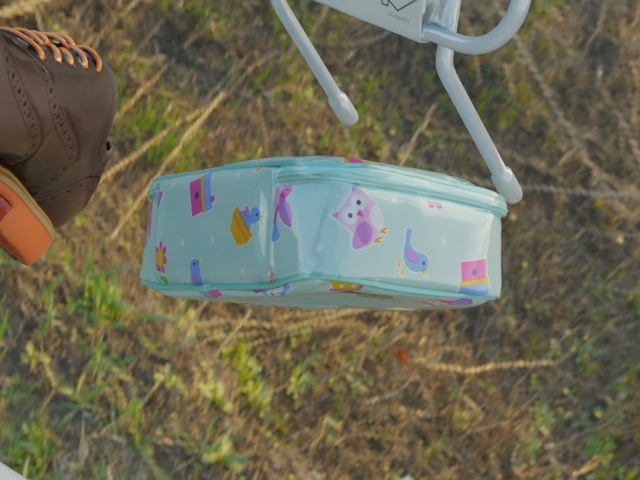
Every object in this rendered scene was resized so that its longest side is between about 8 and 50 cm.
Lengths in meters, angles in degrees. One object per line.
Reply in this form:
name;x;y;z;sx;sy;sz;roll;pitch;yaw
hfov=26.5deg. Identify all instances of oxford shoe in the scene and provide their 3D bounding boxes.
oxford shoe;-0.159;-0.080;0.666;0.097;0.271;0.098;42;75;11

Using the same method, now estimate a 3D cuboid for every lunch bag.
lunch bag;0.000;0.000;1.090;0.224;0.279;0.108;6;85;-37

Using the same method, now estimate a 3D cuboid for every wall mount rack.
wall mount rack;0.063;-0.194;1.078;0.130;0.304;0.350;-14;32;-38

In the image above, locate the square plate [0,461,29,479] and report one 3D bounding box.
square plate;-0.225;0.211;0.471;0.344;0.049;0.347;35;71;-6
